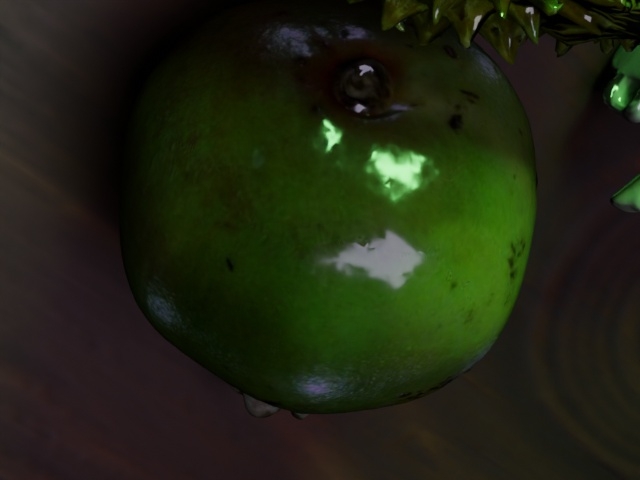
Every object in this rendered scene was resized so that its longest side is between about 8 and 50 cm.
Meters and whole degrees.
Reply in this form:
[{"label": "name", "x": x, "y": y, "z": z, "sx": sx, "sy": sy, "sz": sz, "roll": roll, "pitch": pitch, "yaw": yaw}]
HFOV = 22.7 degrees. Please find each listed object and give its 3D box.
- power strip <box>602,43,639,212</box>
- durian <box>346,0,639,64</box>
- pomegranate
[{"label": "power strip", "x": 0.221, "y": -0.134, "z": 0.749, "sx": 0.053, "sy": 0.093, "sz": 0.288, "roll": 31, "pitch": 94, "yaw": -35}, {"label": "durian", "x": 0.096, "y": -0.198, "z": 0.572, "sx": 0.224, "sy": 0.291, "sz": 0.291, "roll": 43, "pitch": 87, "yaw": 12}, {"label": "pomegranate", "x": 0.000, "y": 0.000, "z": 0.662, "sx": 0.180, "sy": 0.180, "sz": 0.210, "roll": -14, "pitch": 143, "yaw": -21}]
